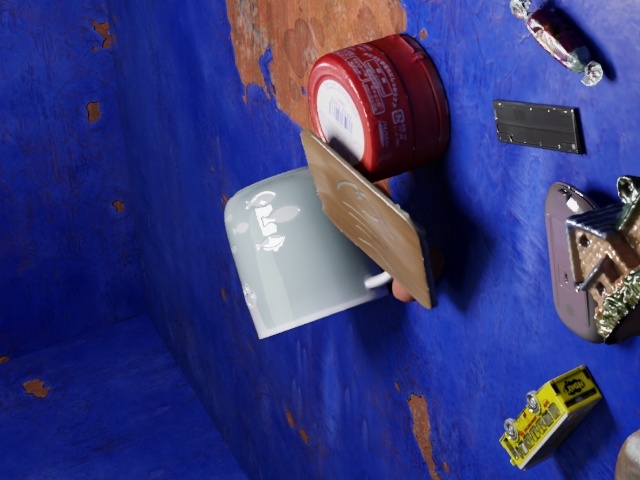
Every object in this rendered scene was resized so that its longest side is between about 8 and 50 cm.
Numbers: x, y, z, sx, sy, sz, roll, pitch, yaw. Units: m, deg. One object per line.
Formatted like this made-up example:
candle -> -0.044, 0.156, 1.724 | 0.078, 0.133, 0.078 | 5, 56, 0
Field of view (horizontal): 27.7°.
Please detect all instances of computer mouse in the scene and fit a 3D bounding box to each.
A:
computer mouse -> 0.351, 0.029, 1.738 | 0.120, 0.057, 0.232 | 37, 143, 56

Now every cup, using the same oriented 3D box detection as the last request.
cup -> 0.000, 0.000, 2.384 | 0.356, 0.259, 0.275 | -23, 85, 38

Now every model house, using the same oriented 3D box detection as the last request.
model house -> 0.381, -0.007, 1.501 | 0.172, 0.166, 0.183 | 63, 147, 28

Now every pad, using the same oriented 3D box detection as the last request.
pad -> 0.078, -0.032, 2.102 | 0.286, 0.018, 0.284 | 42, 165, 27

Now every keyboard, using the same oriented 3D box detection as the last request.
keyboard -> 0.295, -0.156, 1.783 | 0.202, 0.011, 0.067 | 20, 125, 64

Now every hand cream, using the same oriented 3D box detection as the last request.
hand cream -> 0.089, -0.207, 2.067 | 0.230, 0.149, 0.230 | 46, 146, 45

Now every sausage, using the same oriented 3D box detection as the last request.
sausage -> 0.166, 0.060, 2.221 | 0.062, 0.062, 0.154 | 65, 158, 16

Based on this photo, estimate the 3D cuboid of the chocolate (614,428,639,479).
chocolate -> 0.468, 0.354, 1.693 | 0.254, 0.080, 0.157 | 34, 138, 57

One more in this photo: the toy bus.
toy bus -> 0.342, 0.263, 1.943 | 0.074, 0.081, 0.226 | 57, 152, 21

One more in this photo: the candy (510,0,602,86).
candy -> 0.301, -0.254, 1.643 | 0.175, 0.043, 0.045 | 53, 156, 31
